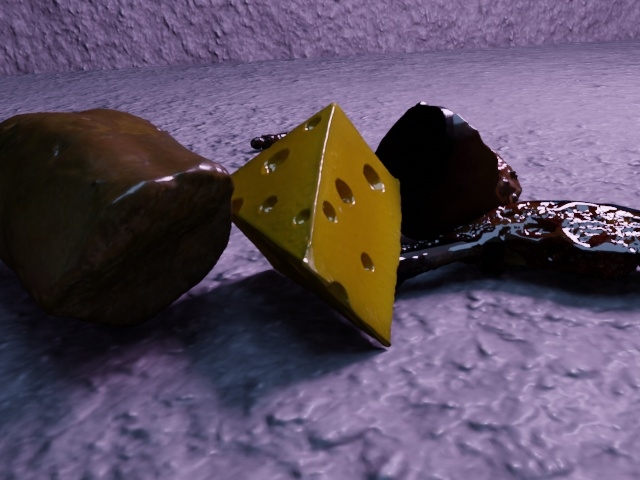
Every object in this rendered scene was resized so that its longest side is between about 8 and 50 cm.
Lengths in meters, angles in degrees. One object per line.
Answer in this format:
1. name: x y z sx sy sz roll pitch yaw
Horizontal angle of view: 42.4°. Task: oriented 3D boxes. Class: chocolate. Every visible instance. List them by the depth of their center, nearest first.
1. chocolate: 0.116 -0.056 0.715 0.133 0.124 0.127 20 -38 -32

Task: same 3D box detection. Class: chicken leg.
1. chicken leg: 0.157 0.007 0.631 0.253 0.051 0.106 -4 23 6

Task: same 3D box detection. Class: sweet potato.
1. sweet potato: -0.192 -0.032 0.629 0.157 0.158 0.369 -15 22 -34

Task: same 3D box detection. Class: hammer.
1. hammer: -0.018 -0.122 1.093 0.065 0.021 0.178 -16 23 -39

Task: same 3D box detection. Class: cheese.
1. cheese: 0.000 0.000 0.576 0.126 0.093 0.171 -34 32 11
